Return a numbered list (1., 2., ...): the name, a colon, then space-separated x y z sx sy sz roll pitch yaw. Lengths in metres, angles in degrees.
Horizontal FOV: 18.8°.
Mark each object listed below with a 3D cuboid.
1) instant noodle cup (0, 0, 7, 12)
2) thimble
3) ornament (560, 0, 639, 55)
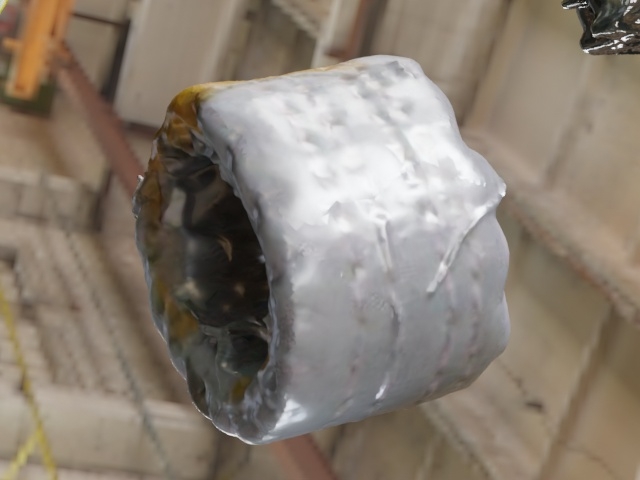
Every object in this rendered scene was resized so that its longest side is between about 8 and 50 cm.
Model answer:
1. instant noodle cup: -0.359 -0.227 1.096 0.254 0.325 0.326 66 20 -58
2. thimble: 0.000 0.003 0.808 0.127 0.117 0.151 -53 -127 54
3. ornament: 0.265 -0.256 1.435 0.080 0.202 0.236 123 -38 -74
